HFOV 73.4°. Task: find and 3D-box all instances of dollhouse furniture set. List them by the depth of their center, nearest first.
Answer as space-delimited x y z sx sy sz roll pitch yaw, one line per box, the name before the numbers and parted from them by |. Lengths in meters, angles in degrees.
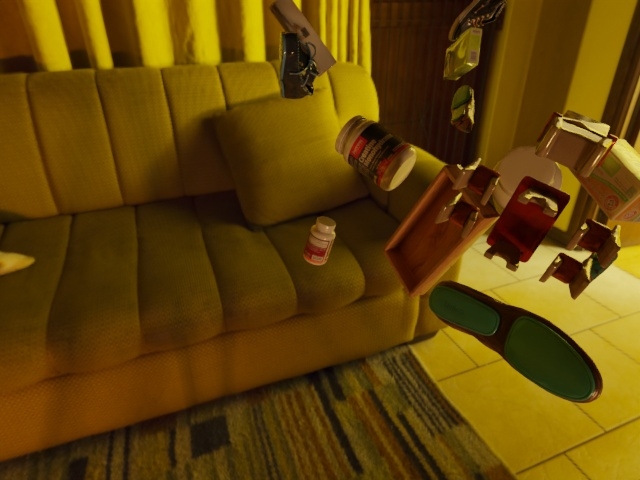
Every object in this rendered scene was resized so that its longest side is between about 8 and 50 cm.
dollhouse furniture set | 0.376 -0.075 0.729 0.262 0.259 0.135 32 39 19

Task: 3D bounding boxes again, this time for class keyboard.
keyboard | -0.054 -0.625 1.303 0.072 0.256 0.014 -37 6 8

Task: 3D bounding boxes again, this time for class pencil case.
pencil case | 0.828 0.069 1.299 0.152 0.064 0.070 -30 71 -22

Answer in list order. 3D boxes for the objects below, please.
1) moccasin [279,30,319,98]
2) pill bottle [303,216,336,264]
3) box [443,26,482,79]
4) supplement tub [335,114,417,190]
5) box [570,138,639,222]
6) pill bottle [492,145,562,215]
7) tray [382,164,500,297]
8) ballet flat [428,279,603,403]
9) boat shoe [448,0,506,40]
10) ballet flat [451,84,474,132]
moccasin | -0.062 -0.523 1.279 0.117 0.137 0.342 1 3 -2
pill bottle | 0.000 0.000 1.437 0.086 0.151 0.086 14 28 -8
box | 0.441 -0.576 1.343 0.043 0.108 0.178 5 5 -6
supplement tub | 0.210 -0.335 1.637 0.272 0.191 0.191 40 44 19
box | 0.754 -0.155 1.086 0.103 0.114 0.203 2 48 -18
pill bottle | 0.570 -0.148 1.195 0.177 0.176 0.319 16 -2 27
tray | 0.354 -0.017 1.338 0.076 0.410 0.202 -8 56 -30
ballet flat | 0.372 0.177 0.828 0.124 0.116 0.343 5 16 -44
boat shoe | 0.495 -0.702 1.360 0.083 0.183 0.065 46 15 22
ballet flat | 0.473 -0.423 1.406 0.077 0.079 0.221 -24 33 38
